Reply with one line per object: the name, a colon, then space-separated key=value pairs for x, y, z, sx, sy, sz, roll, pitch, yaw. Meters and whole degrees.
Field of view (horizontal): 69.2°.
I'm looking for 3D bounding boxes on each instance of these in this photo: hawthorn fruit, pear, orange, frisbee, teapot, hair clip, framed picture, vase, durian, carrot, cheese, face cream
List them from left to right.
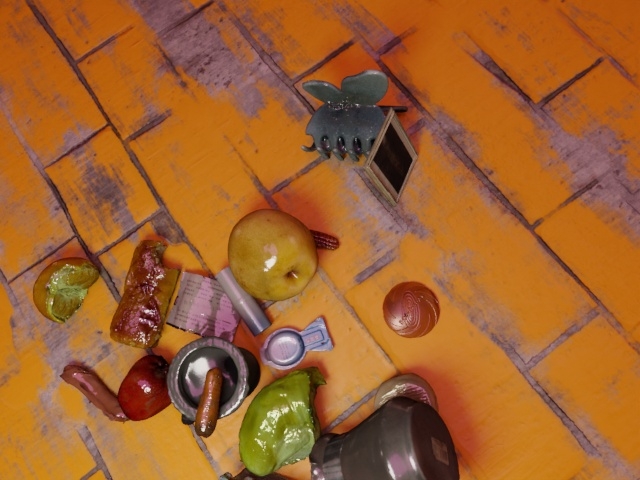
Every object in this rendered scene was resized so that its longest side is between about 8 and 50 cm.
orange: x=-0.911 y=0.162 z=1.637 sx=0.159 sy=0.179 sz=0.237 roll=24 pitch=81 yaw=8
hawthorn fruit: x=-0.574 y=0.496 z=1.528 sx=0.189 sy=0.189 sz=0.251 roll=44 pitch=92 yaw=14
carrot: x=-0.304 y=0.443 z=1.275 sx=0.060 sy=0.060 sz=0.186 roll=5 pitch=71 yaw=7
vase: x=-0.313 y=0.427 z=1.454 sx=0.245 sy=0.291 sz=0.244 roll=-1 pitch=76 yaw=4
face cream: x=-0.265 y=0.207 z=1.596 sx=0.077 sy=0.077 sz=0.250 roll=-34 pitch=84 yaw=-3
pear: x=-0.162 y=0.048 z=1.530 sx=0.315 sy=0.314 sz=0.314 roll=-1 pitch=76 yaw=6
durian: x=-0.115 y=0.564 z=1.441 sx=0.340 sy=0.204 sz=0.255 roll=-22 pitch=72 yaw=-7
cheese: x=-0.088 y=0.355 z=1.572 sx=0.245 sy=0.052 sz=0.135 roll=-20 pitch=78 yaw=0
hair clip: x=0.107 y=-0.407 z=1.621 sx=0.319 sy=0.392 sz=0.238 roll=8 pitch=91 yaw=21
teapot: x=0.189 y=0.636 z=1.306 sx=0.362 sy=0.376 sz=0.305 roll=-30 pitch=39 yaw=30
framed picture: x=0.249 y=-0.272 z=1.574 sx=0.018 sy=0.293 sz=0.231 roll=18 pitch=79 yaw=35
frisbee: x=0.307 y=0.233 z=1.570 sx=0.192 sy=0.035 sz=0.192 roll=-1 pitch=76 yaw=5

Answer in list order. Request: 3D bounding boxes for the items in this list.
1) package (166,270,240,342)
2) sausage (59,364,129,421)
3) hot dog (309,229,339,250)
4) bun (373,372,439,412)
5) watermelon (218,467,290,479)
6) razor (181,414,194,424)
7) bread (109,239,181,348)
package: x=-0.402 y=0.236 z=1.630 sx=0.251 sy=0.062 sz=0.203 roll=16 pitch=79 yaw=6
sausage: x=-0.764 y=0.525 z=1.589 sx=0.304 sy=0.078 sz=0.078 roll=35 pitch=82 yaw=10
hot dog: x=0.000 y=0.000 z=1.655 sx=0.144 sy=0.038 sz=0.062 roll=17 pitch=78 yaw=9
bun: x=0.269 y=0.514 z=1.461 sx=0.193 sy=0.128 sz=0.178 roll=-24 pitch=76 yaw=11
watermelon: x=-0.179 y=0.767 z=1.414 sx=0.290 sy=0.213 sz=0.319 roll=-14 pitch=120 yaw=-2
razor: x=-0.425 y=0.521 z=1.520 sx=0.054 sy=0.090 sz=0.148 roll=3 pitch=108 yaw=-6
bread: x=-0.606 y=0.185 z=1.638 sx=0.185 sy=0.109 sz=0.380 roll=10 pitch=76 yaw=9
